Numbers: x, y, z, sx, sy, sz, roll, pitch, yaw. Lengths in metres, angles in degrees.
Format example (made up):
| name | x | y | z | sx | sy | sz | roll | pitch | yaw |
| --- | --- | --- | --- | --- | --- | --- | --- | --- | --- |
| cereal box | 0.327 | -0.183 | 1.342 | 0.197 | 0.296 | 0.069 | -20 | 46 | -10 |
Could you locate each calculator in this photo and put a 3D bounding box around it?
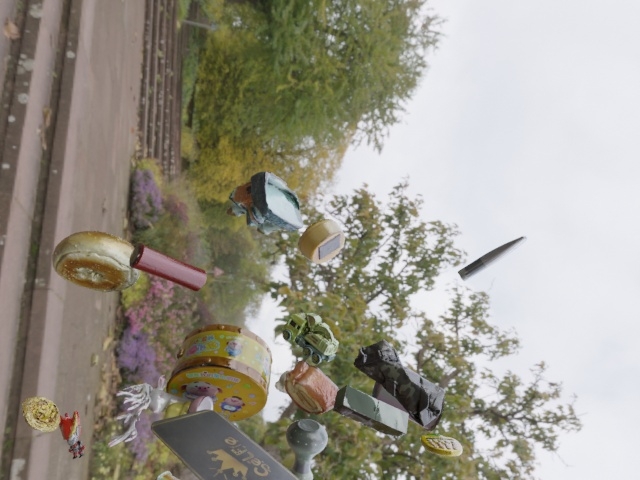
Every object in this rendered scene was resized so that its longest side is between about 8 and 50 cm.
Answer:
| name | x | y | z | sx | sy | sz | roll | pitch | yaw |
| --- | --- | --- | --- | --- | --- | --- | --- | --- | --- |
| calculator | 0.458 | 0.778 | 1.604 | 0.235 | 0.146 | 0.032 | 70 | 24 | -77 |

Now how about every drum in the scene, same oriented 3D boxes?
| name | x | y | z | sx | sy | sz | roll | pitch | yaw |
| --- | --- | --- | --- | --- | --- | --- | --- | --- | --- |
| drum | -0.415 | 0.570 | 1.784 | 0.214 | 0.431 | 0.431 | -90 | -164 | -52 |

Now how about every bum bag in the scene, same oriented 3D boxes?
| name | x | y | z | sx | sy | sz | roll | pitch | yaw |
| --- | --- | --- | --- | --- | --- | --- | --- | --- | --- |
| bum bag | 0.276 | 0.484 | 1.470 | 0.340 | 0.144 | 0.095 | 38 | -21 | 21 |

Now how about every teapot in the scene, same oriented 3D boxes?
| name | x | y | z | sx | sy | sz | roll | pitch | yaw |
| --- | --- | --- | --- | --- | --- | --- | --- | --- | --- |
| teapot | -0.070 | 0.920 | 1.822 | 0.183 | 0.183 | 0.251 | -165 | -97 | -67 |

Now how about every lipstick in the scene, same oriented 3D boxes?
| name | x | y | z | sx | sy | sz | roll | pitch | yaw |
| --- | --- | --- | --- | --- | --- | --- | --- | --- | --- |
| lipstick | -0.475 | 0.089 | 1.324 | 0.080 | 0.241 | 0.080 | -24 | -128 | 34 |

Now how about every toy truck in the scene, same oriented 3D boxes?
| name | x | y | z | sx | sy | sz | roll | pitch | yaw |
| --- | --- | --- | --- | --- | --- | --- | --- | --- | --- |
| toy truck | -0.026 | 0.304 | 1.356 | 0.191 | 0.085 | 0.116 | 33 | -78 | 27 |

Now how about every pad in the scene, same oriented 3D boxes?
| name | x | y | z | sx | sy | sz | roll | pitch | yaw |
| --- | --- | --- | --- | --- | --- | --- | --- | --- | --- |
| pad | -0.178 | 0.495 | 1.008 | 0.375 | 0.315 | 0.063 | 26 | -90 | 27 |

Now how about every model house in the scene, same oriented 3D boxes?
| name | x | y | z | sx | sy | sz | roll | pitch | yaw |
| --- | --- | --- | --- | --- | --- | --- | --- | --- | --- |
| model house | -0.247 | -0.118 | 1.647 | 0.291 | 0.253 | 0.184 | -14 | -112 | 26 |

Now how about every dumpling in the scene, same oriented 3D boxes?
| name | x | y | z | sx | sy | sz | roll | pitch | yaw |
| --- | --- | --- | --- | --- | --- | --- | --- | --- | --- |
| dumpling | -0.155 | 0.754 | 2.230 | 0.127 | 0.188 | 0.108 | 9 | -80 | 30 |

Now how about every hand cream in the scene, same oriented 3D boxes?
| name | x | y | z | sx | sy | sz | roll | pitch | yaw |
| --- | --- | --- | --- | --- | --- | --- | --- | --- | --- |
| hand cream | 0.597 | 0.059 | 1.454 | 0.255 | 0.079 | 0.048 | -35 | -106 | 22 |

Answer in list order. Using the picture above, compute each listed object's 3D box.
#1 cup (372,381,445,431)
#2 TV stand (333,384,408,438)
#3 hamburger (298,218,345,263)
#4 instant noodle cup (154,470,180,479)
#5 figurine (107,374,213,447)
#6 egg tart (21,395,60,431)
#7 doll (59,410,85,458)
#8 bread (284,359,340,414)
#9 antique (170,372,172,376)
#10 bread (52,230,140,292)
| name | x | y | z | sx | sy | sz | roll | pitch | yaw |
| --- | --- | --- | --- | --- | --- | --- | --- | --- | --- |
| cup | 0.397 | 0.724 | 1.933 | 0.203 | 0.288 | 0.203 | -157 | -90 | -88 |
| TV stand | 0.188 | 0.636 | 1.553 | 0.088 | 0.269 | 0.083 | -54 | -167 | 45 |
| hamburger | 0.000 | 0.000 | 2.503 | 0.176 | 0.300 | 0.300 | 49 | -44 | 29 |
| instant noodle cup | -0.560 | 1.068 | 1.598 | 0.296 | 0.214 | 0.296 | 16 | 90 | -80 |
| figurine | -0.595 | 0.628 | 1.568 | 0.284 | 0.315 | 0.206 | -37 | 134 | -78 |
| egg tart | -0.861 | 0.536 | 1.281 | 0.049 | 0.129 | 0.129 | -41 | -150 | -1 |
| doll | -0.924 | 0.725 | 1.568 | 0.169 | 0.109 | 0.057 | 70 | 20 | -2 |
| bread | -0.047 | 0.640 | 1.820 | 0.244 | 0.123 | 0.190 | 48 | -46 | -6 |
| antique | -0.657 | 0.645 | 1.980 | 0.104 | 0.104 | 0.104 | -178 | -90 | -68 |
| bread | -0.839 | 0.075 | 1.597 | 0.305 | 0.305 | 0.159 | 115 | -23 | -43 |
